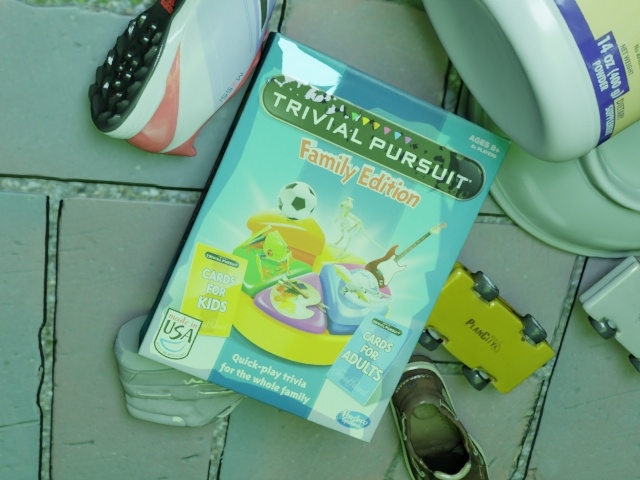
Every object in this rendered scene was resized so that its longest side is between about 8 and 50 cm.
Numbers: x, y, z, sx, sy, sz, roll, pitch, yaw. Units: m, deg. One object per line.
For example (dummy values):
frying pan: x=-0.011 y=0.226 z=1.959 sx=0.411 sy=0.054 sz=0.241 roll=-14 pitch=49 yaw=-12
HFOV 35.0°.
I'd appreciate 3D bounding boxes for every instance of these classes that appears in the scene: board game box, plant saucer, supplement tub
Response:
board game box: x=0.000 y=0.000 z=1.012 sx=0.253 sy=0.079 sz=0.336 roll=23 pitch=98 yaw=-12
plant saucer: x=0.358 y=-0.142 z=1.053 sx=0.400 sy=0.100 sz=0.401 roll=-4 pitch=118 yaw=-8
supplement tub: x=0.269 y=-0.243 z=0.844 sx=0.331 sy=0.241 sz=0.241 roll=-32 pitch=119 yaw=-1

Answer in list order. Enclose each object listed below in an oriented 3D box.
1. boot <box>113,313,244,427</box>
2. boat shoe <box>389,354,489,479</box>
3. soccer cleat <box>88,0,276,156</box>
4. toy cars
boot: x=-0.096 y=0.142 z=1.139 sx=0.258 sy=0.095 sz=0.123 roll=-1 pitch=128 yaw=-4
boat shoe: x=0.146 y=0.263 z=1.232 sx=0.095 sy=0.095 sz=0.257 roll=-27 pitch=119 yaw=5
soccer cleat: x=-0.087 y=-0.216 z=0.943 sx=0.116 sy=0.109 sz=0.318 roll=23 pitch=110 yaw=-44
toy cars: x=0.274 y=0.084 z=1.170 sx=0.393 sy=0.087 sz=0.177 roll=-1 pitch=123 yaw=-13
